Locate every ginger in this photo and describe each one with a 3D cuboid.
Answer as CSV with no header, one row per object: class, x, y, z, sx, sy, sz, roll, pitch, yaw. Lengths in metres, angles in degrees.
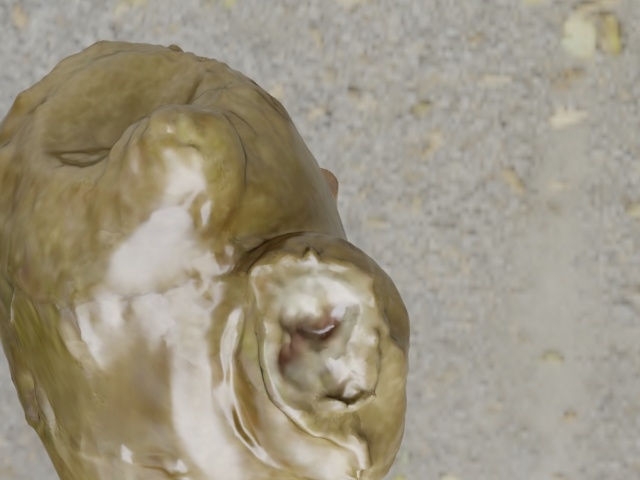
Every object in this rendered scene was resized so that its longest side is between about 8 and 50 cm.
ginger,-0.035,0.060,0.631,0.219,0.123,0.270,-16,100,62

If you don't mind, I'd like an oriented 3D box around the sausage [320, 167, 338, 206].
sausage,0.000,0.000,0.977,0.026,0.026,0.116,3,149,5
